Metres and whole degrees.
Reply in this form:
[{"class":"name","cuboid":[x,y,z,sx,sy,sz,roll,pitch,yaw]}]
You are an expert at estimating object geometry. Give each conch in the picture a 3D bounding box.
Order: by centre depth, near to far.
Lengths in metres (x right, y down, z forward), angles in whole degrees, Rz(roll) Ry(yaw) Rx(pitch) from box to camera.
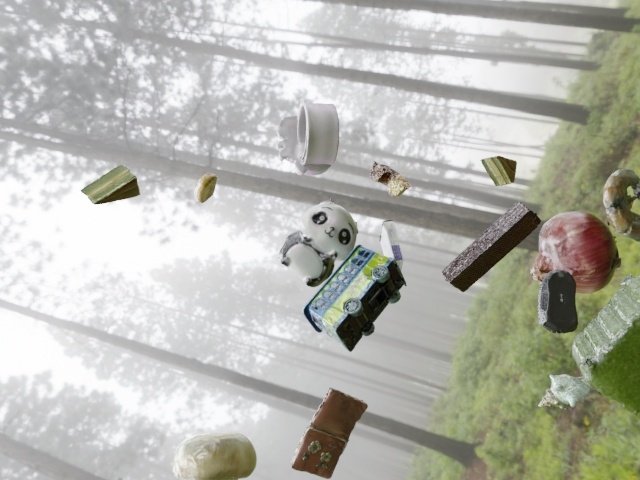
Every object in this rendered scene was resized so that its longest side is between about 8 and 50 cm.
[{"class":"conch","cuboid":[0.864,0.527,1.784,0.137,0.114,0.233,-47,-10,-46]}]

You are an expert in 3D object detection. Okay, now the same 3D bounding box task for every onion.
[{"class":"onion","cuboid":[1.027,0.045,2.023,0.354,0.354,0.353,13,-90,-74]}]

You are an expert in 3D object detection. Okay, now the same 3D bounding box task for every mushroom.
[{"class":"mushroom","cuboid":[-0.337,0.733,1.609,0.254,0.261,0.234,57,-153,-64]}]

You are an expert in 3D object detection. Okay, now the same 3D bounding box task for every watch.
[{"class":"watch","cuboid":[-0.039,-0.355,1.648,0.231,0.196,0.243,111,154,-62]}]

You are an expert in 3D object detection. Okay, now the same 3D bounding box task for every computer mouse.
[{"class":"computer mouse","cuboid":[0.797,0.207,1.701,0.073,0.122,0.217,84,-165,-68]}]

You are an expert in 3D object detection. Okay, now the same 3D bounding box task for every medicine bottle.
[{"class":"medicine bottle","cuboid":[0.292,0.042,2.107,0.171,0.052,0.201,87,174,-55]}]

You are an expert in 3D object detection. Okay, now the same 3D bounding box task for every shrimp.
[{"class":"shrimp","cuboid":[1.098,-0.111,1.770,0.360,0.085,0.246,33,-109,-26]}]

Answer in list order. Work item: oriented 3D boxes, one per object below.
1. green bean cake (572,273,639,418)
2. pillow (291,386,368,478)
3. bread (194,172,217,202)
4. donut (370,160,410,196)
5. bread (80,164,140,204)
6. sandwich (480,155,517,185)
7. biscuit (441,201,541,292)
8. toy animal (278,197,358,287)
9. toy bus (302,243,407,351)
[{"class":"green bean cake","cuboid":[0.691,0.230,1.043,0.249,0.247,0.156,-58,-5,21]},{"class":"pillow","cuboid":[0.021,0.489,1.285,0.232,0.126,0.043,-63,24,4]},{"class":"bread","cuboid":[-0.404,-0.186,1.755,0.082,0.056,0.115,-51,-7,-38]},{"class":"donut","cuboid":[0.345,-0.287,2.463,0.141,0.217,0.085,1,-51,-48]},{"class":"bread","cuboid":[-0.579,-0.133,1.400,0.139,0.074,0.084,-44,-14,-30]},{"class":"sandwich","cuboid":[0.695,-0.307,1.972,0.163,0.079,0.113,43,-125,-34]},{"class":"biscuit","cuboid":[0.613,0.026,1.823,0.388,0.073,0.107,-45,-49,15]},{"class":"toy animal","cuboid":[0.000,0.000,1.951,0.310,0.251,0.251,-48,-13,10]},{"class":"toy bus","cuboid":[0.115,0.184,1.648,0.312,0.190,0.152,-48,-45,-19]}]
